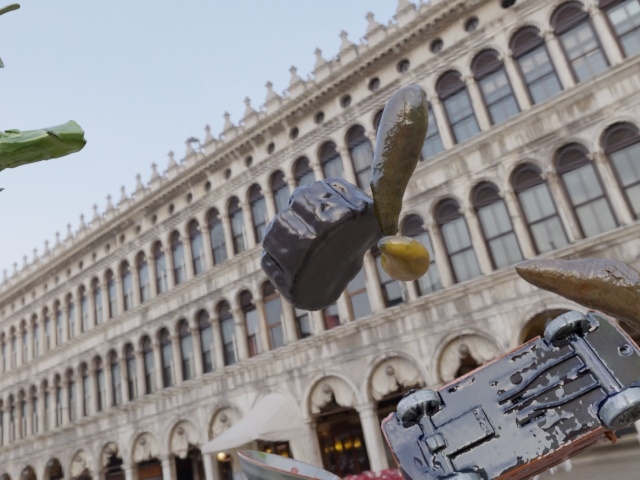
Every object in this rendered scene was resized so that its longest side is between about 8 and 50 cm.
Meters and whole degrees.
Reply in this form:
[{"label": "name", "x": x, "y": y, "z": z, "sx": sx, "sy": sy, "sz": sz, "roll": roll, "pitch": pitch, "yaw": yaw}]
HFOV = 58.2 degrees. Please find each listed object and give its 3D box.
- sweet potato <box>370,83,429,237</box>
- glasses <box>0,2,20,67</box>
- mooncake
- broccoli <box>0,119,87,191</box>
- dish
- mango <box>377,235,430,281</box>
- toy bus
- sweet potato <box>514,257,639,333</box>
[{"label": "sweet potato", "x": 0.198, "y": -0.209, "z": 1.485, "sx": 0.130, "sy": 0.423, "sz": 0.130, "roll": 10, "pitch": -4, "yaw": 1}, {"label": "glasses", "x": -0.717, "y": -0.446, "z": 1.156, "sx": 0.206, "sy": 0.239, "sz": 0.102, "roll": 29, "pitch": 3, "yaw": -28}, {"label": "mooncake", "x": 0.000, "y": 0.000, "z": 1.630, "sx": 0.381, "sy": 0.212, "sz": 0.350, "roll": -47, "pitch": -25, "yaw": -2}, {"label": "broccoli", "x": -0.844, "y": -0.262, "z": 1.477, "sx": 0.396, "sy": 0.275, "sz": 0.353, "roll": -14, "pitch": 2, "yaw": 0}, {"label": "dish", "x": -0.084, "y": 0.574, "z": 1.367, "sx": 0.260, "sy": 0.086, "sz": 0.260, "roll": 14, "pitch": -14, "yaw": 4}, {"label": "mango", "x": 0.163, "y": 0.034, "z": 1.115, "sx": 0.098, "sy": 0.075, "sz": 0.190, "roll": 0, "pitch": -21, "yaw": 15}, {"label": "toy bus", "x": 0.258, "y": 0.231, "z": 0.745, "sx": 0.329, "sy": 0.143, "sz": 0.153, "roll": -31, "pitch": -43, "yaw": 6}, {"label": "sweet potato", "x": 0.510, "y": 0.094, "z": 0.986, "sx": 0.341, "sy": 0.114, "sz": 0.092, "roll": 31, "pitch": -7, "yaw": 13}]
